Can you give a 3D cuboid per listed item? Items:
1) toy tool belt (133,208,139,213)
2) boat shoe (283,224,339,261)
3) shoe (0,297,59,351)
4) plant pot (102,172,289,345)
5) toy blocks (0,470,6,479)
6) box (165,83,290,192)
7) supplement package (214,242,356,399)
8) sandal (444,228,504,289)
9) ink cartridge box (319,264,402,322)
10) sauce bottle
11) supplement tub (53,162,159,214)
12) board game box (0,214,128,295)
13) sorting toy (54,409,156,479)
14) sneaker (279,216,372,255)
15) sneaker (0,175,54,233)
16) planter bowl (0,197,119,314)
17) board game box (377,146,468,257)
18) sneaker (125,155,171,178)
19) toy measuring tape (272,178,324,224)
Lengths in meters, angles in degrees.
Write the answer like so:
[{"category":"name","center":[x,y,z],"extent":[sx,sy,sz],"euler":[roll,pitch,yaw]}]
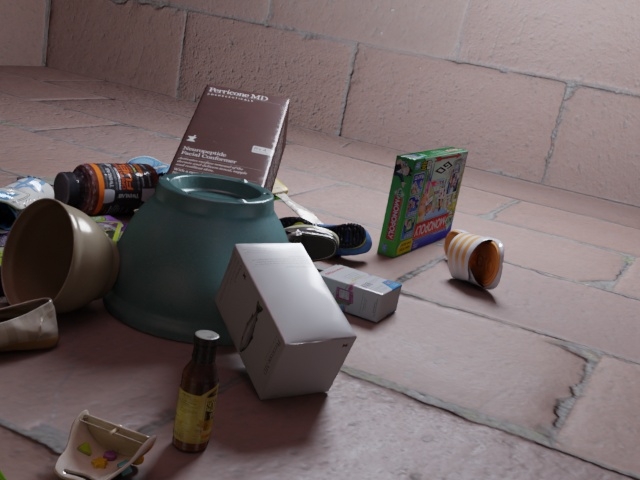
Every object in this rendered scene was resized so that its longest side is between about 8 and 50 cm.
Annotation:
[{"category":"toy tool belt","center":[-0.281,-0.022,1.413],"extent":[0.083,0.051,0.052],"euler":[14,16,13]},{"category":"boat shoe","center":[-0.075,0.017,1.534],"extent":[0.224,0.080,0.073],"euler":[3,22,-7]},{"category":"shoe","center":[-0.418,0.109,1.002],"extent":[0.077,0.058,0.219],"euler":[23,20,40]},{"category":"plant pot","center":[-0.170,0.010,1.263],"extent":[0.293,0.196,0.293],"euler":[9,15,-2]},{"category":"toy blocks","center":[-0.408,0.174,0.616],"extent":[0.261,0.190,0.381],"euler":[-15,27,-33]},{"category":"box","center":[-0.184,-0.156,1.701],"extent":[0.191,0.143,0.381],"euler":[10,39,0]},{"category":"supplement package","center":[-0.050,0.099,1.074],"extent":[0.105,0.105,0.179],"euler":[0,41,-32]},{"category":"sandal","center":[0.282,0.033,1.672],"extent":[0.076,0.101,0.265],"euler":[4,8,-16]},{"category":"ink cartridge box","center":[0.061,0.087,1.400],"extent":[0.123,0.052,0.088],"euler":[18,17,24]},{"category":"sauce bottle","center":[-0.128,0.158,0.878],"extent":[0.042,0.128,0.042],"euler":[10,17,-3]},{"category":"supplement tub","center":[-0.429,-0.103,1.681],"extent":[0.198,0.106,0.106],"euler":[-5,21,-43]},{"category":"board game box","center":[-0.433,0.017,1.357],"extent":[0.208,0.056,0.347],"euler":[27,22,36]},{"category":"sorting toy","center":[-0.214,0.210,0.807],"extent":[0.083,0.044,0.075],"euler":[15,23,17]},{"category":"sneaker","center":[0.000,0.000,1.683],"extent":[0.210,0.069,0.082],"euler":[5,-19,15]},{"category":"sneaker","center":[-0.500,-0.050,1.349],"extent":[0.086,0.085,0.237],"euler":[39,16,6]},{"category":"planter bowl","center":[-0.354,0.031,1.174],"extent":[0.162,0.162,0.109],"euler":[22,3,39]},{"category":"board game box","center":[0.232,-0.092,1.852],"extent":[0.046,0.213,0.317],"euler":[17,17,26]},{"category":"sneaker","center":[-0.388,-0.160,1.991],"extent":[0.162,0.063,0.073],"euler":[6,19,-12]},{"category":"toy measuring tape","center":[-0.120,-0.073,1.835],"extent":[0.330,0.121,0.121],"euler":[41,28,23]}]
